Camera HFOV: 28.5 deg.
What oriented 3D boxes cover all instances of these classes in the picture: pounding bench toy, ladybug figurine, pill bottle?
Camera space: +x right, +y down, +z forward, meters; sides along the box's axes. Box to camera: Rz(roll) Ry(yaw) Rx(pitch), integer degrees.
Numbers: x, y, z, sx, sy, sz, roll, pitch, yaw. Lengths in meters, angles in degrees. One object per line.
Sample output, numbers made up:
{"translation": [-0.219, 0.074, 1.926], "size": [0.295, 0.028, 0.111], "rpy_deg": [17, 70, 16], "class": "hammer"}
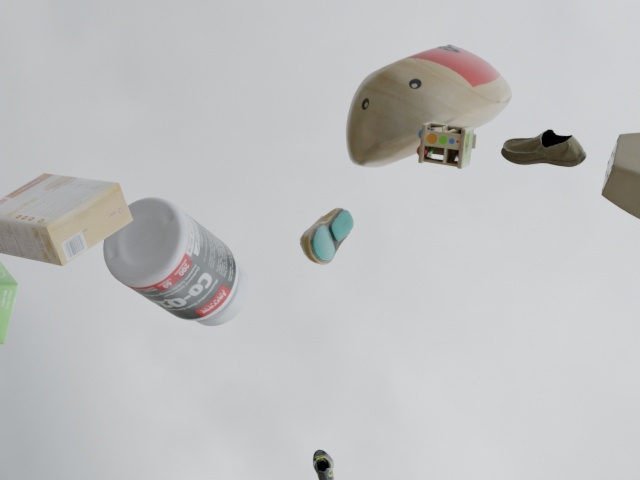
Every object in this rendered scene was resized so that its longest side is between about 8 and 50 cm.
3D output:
{"translation": [0.165, -0.128, 1.655], "size": [0.065, 0.083, 0.052], "rpy_deg": [10, -77, 18], "class": "pounding bench toy"}
{"translation": [0.185, -0.251, 2.282], "size": [0.162, 0.305, 0.449], "rpy_deg": [67, 18, -3], "class": "ladybug figurine"}
{"translation": [-0.244, 0.047, 2.221], "size": [0.161, 0.161, 0.283], "rpy_deg": [51, 5, 31], "class": "pill bottle"}

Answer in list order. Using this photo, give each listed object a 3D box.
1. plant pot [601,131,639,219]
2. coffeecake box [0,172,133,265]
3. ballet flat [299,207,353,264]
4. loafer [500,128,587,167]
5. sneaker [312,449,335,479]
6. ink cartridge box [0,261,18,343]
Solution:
{"translation": [0.490, -0.103, 1.931], "size": [0.096, 0.109, 0.109], "rpy_deg": [15, -34, 6], "class": "plant pot"}
{"translation": [-0.397, -0.034, 1.870], "size": [0.185, 0.142, 0.068], "rpy_deg": [9, -55, 42], "class": "coffeecake box"}
{"translation": [0.000, 0.000, 2.460], "size": [0.073, 0.232, 0.080], "rpy_deg": [-17, -80, 24], "class": "ballet flat"}
{"translation": [0.351, -0.150, 1.992], "size": [0.148, 0.056, 0.050], "rpy_deg": [6, -55, 37], "class": "loafer"}
{"translation": [0.006, 0.322, 1.808], "size": [0.083, 0.031, 0.035], "rpy_deg": [-114, -170, -62], "class": "sneaker"}
{"translation": [-0.695, 0.070, 2.024], "size": [0.207, 0.353, 0.119], "rpy_deg": [38, -63, 47], "class": "ink cartridge box"}
